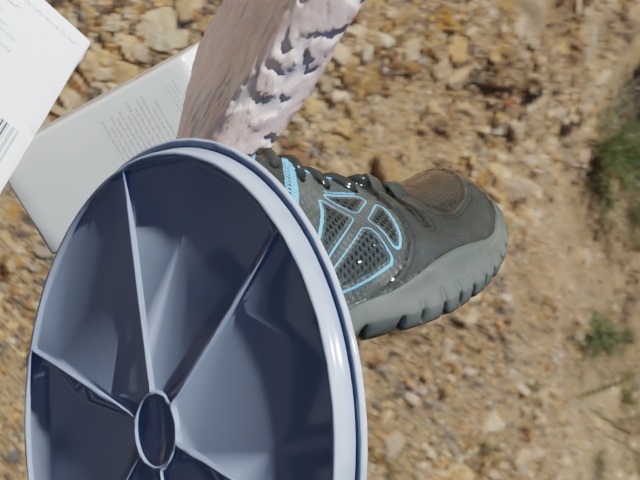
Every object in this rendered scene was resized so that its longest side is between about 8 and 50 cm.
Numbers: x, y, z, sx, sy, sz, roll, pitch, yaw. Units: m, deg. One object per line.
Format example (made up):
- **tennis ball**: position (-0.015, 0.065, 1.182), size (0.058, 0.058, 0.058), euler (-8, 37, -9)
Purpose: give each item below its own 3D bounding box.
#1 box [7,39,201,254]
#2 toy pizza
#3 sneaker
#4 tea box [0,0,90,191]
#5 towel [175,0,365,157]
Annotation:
- **box**: position (-0.256, -0.148, 1.968), size (0.345, 0.215, 0.168), euler (-24, 103, 25)
- **toy pizza**: position (-0.045, 0.065, 0.472), size (0.032, 0.201, 0.201), euler (3, 98, -40)
- **sneaker**: position (0.000, 0.000, 0.784), size (0.341, 0.125, 0.139), euler (-30, 98, -54)
- **tea box**: position (-0.483, -0.196, 1.381), size (0.329, 0.323, 0.220), euler (42, 58, -30)
- **towel**: position (-0.024, -0.201, 1.126), size (0.053, 0.317, 0.332), euler (26, 121, -16)
